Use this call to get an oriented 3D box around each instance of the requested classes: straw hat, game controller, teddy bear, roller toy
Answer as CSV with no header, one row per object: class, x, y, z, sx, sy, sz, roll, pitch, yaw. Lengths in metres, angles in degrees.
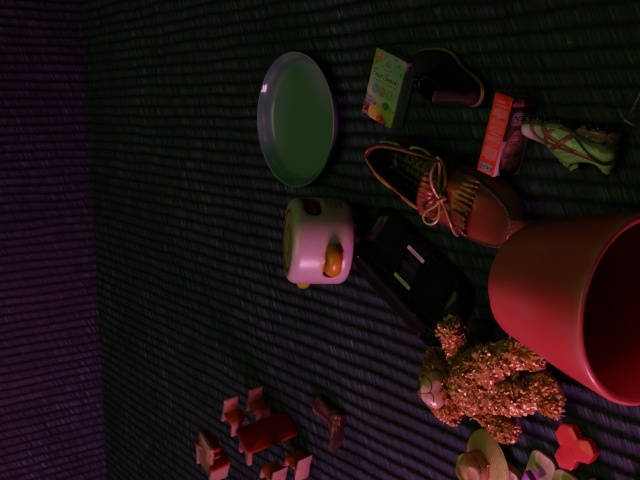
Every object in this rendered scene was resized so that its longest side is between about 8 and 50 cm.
straw hat,0.292,0.436,1.576,0.144,0.061,0.144,180,90,-65
game controller,0.185,0.072,1.699,0.319,0.067,0.166,48,117,38
teddy bear,0.291,0.256,1.498,0.338,0.113,0.245,4,119,48
roller toy,0.000,0.000,1.823,0.209,0.146,0.191,124,146,-73

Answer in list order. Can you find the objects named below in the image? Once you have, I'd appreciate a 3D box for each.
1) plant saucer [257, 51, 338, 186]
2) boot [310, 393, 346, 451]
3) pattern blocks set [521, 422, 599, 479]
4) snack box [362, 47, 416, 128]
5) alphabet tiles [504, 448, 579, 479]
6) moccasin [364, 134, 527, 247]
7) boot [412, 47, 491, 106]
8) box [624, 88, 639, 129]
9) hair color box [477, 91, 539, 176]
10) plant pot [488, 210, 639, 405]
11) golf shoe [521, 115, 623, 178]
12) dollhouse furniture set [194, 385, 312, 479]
plant saucer,-0.049,-0.286,1.961,0.318,0.044,0.317,13,107,53
boot,0.012,0.441,2.005,0.114,0.037,0.106,27,104,45
pattern blocks set,0.459,0.502,1.383,0.325,0.026,0.285,48,125,38
snack box,0.141,-0.313,1.697,0.100,0.037,0.141,39,125,43
alphabet tiles,0.410,0.533,1.489,0.284,0.021,0.277,35,123,45
moccasin,0.223,-0.097,1.527,0.380,0.147,0.139,45,130,40
boot,0.204,-0.309,1.527,0.198,0.137,0.076,40,126,44
box,0.533,-0.198,1.130,0.156,0.093,0.158,48,133,39
hair color box,0.326,-0.185,1.437,0.043,0.072,0.141,36,125,45
plant pot,0.401,0.082,1.240,0.243,0.275,0.274,14,107,62
golf shoe,0.399,-0.156,1.345,0.186,0.068,0.085,27,119,49
dollhouse furniture set,-0.181,0.506,2.096,0.262,0.259,0.135,48,141,37
